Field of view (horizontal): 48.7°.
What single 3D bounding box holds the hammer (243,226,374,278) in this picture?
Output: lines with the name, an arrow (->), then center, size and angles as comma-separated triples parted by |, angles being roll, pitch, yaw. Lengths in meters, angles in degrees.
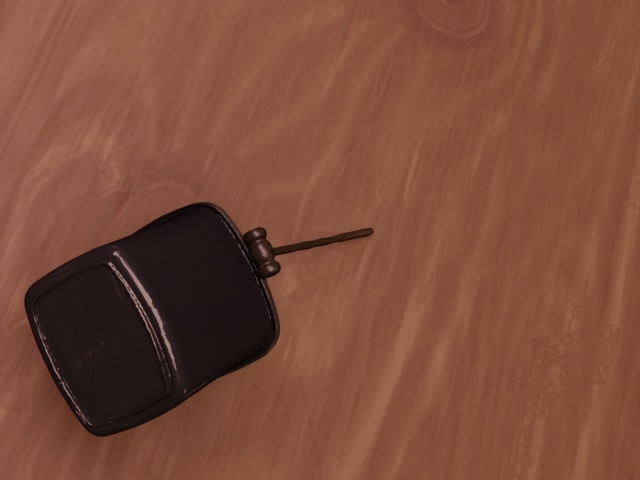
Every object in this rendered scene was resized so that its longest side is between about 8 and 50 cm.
hammer -> 0.000, 0.000, 0.938 | 0.292, 0.029, 0.058 | -12, 80, -58

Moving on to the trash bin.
trash bin -> -0.170, 0.077, 0.802 | 0.182, 0.290, 0.210 | -24, 92, 18
